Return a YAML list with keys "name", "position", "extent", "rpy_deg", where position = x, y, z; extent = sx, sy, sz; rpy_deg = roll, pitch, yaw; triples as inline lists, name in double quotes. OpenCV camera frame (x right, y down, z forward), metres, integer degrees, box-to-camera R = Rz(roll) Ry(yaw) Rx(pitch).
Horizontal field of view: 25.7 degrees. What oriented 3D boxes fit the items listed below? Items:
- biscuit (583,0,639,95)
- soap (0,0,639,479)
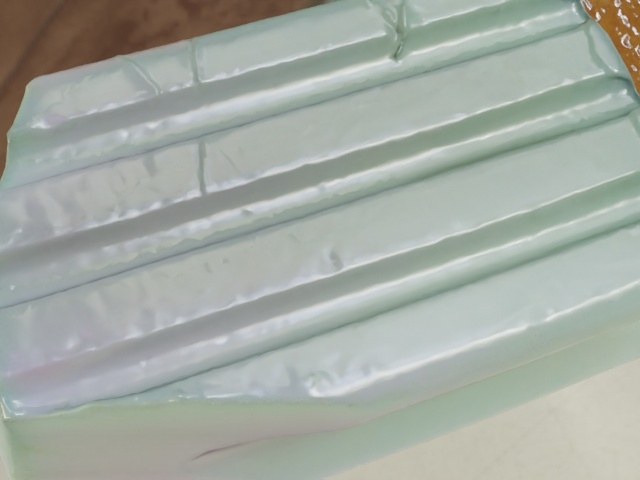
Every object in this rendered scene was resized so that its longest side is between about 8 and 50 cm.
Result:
- name: "biscuit"
  position: [0.138, -0.177, 0.879]
  extent: [0.250, 0.165, 0.036]
  rpy_deg: [45, 171, 0]
- name: "soap"
  position: [0.000, 0.000, 0.677]
  extent: [0.208, 0.347, 0.115]
  rpy_deg: [63, 159, 23]
